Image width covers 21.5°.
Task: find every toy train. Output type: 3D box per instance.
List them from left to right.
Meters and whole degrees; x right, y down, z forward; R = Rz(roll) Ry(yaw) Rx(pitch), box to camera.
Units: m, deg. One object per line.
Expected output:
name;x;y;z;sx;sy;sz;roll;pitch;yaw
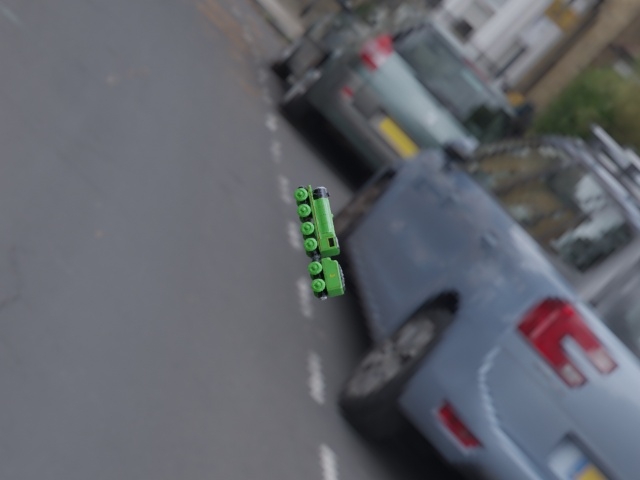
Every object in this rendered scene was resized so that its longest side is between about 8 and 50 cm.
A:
toy train;0.000;0.000;1.118;0.017;0.023;0.083;72;7;-67
